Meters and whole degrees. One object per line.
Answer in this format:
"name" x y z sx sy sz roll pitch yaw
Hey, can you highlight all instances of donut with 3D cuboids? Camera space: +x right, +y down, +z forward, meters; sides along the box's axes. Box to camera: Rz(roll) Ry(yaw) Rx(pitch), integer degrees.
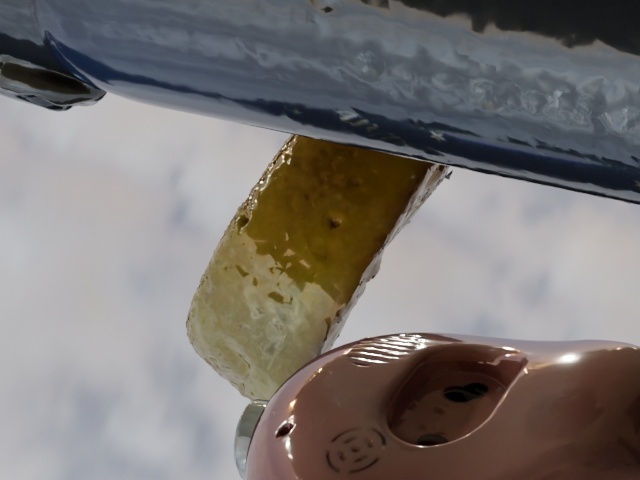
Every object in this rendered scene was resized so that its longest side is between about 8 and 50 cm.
"donut" 0.001 -0.002 1.367 0.108 0.278 0.277 33 -151 4

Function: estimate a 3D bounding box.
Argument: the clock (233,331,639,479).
"clock" 0.069 0.120 0.974 0.241 0.142 0.227 11 -153 21

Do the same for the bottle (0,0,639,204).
"bottle" 0.015 -0.053 0.428 0.244 0.082 0.072 14 -169 25
